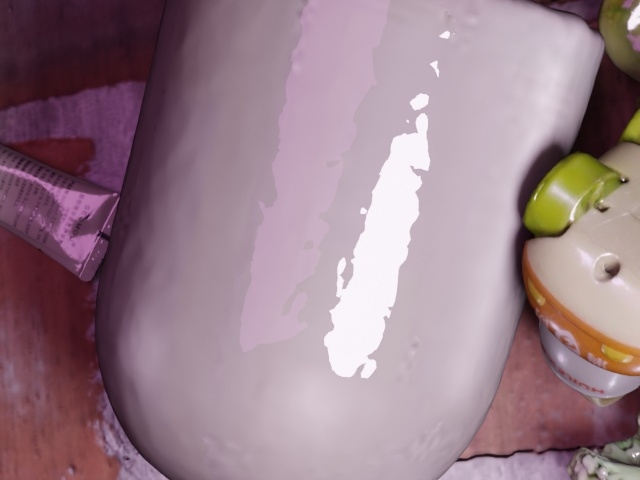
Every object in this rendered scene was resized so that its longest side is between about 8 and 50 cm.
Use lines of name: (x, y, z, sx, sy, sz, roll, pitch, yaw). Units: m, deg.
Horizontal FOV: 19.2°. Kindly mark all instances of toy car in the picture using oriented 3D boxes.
toy car: (0.227, 0.032, 1.306, 0.145, 0.235, 0.235, 39, 99, 22)

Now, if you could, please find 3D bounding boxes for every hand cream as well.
hand cream: (-0.271, -0.050, 1.609, 0.234, 0.050, 0.080, 28, 95, 17)

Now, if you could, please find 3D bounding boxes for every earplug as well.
earplug: (0.000, 0.000, 1.349, 0.312, 0.312, 0.394, 17, 92, 22)

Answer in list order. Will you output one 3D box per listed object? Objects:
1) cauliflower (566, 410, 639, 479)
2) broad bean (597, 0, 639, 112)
cauliflower: (0.298, 0.170, 1.229, 0.239, 0.315, 0.256, -12, 53, -4)
broad bean: (0.294, -0.118, 1.381, 0.153, 0.072, 0.207, -41, 84, 17)
